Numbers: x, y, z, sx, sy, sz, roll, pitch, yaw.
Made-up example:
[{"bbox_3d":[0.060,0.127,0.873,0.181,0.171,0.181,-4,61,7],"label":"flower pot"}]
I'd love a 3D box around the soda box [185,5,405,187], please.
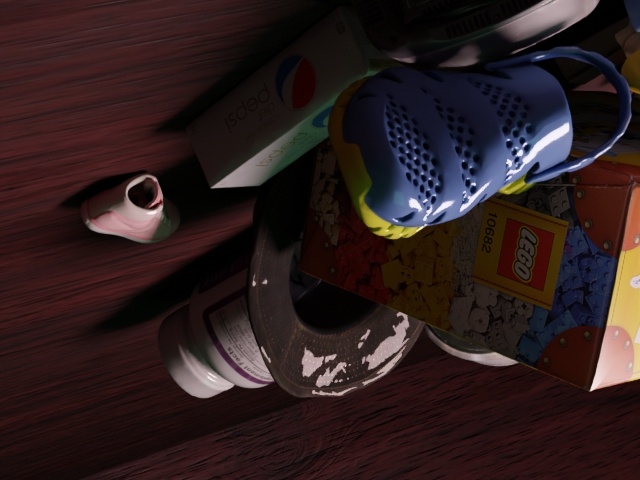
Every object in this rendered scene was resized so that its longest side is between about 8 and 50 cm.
[{"bbox_3d":[-0.021,-0.126,1.277,0.216,0.069,0.074,-34,163,36],"label":"soda box"}]

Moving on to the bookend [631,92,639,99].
[{"bbox_3d":[0.461,-0.173,1.694,0.072,0.156,0.157,-61,174,-13],"label":"bookend"}]

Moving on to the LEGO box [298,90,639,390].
[{"bbox_3d":[0.289,-0.028,1.458,0.500,0.193,0.372,-6,-160,-44],"label":"LEGO box"}]

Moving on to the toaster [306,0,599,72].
[{"bbox_3d":[0.114,-0.203,1.077,0.227,0.129,0.146,-24,169,13],"label":"toaster"}]

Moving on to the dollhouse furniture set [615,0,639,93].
[{"bbox_3d":[0.434,-0.112,1.129,0.303,0.198,0.286,-29,124,22],"label":"dollhouse furniture set"}]

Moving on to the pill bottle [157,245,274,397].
[{"bbox_3d":[-0.062,0.089,1.827,0.301,0.169,0.169,-30,165,29],"label":"pill bottle"}]

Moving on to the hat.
[{"bbox_3d":[0.000,0.000,1.544,0.134,0.331,0.331,21,-159,41],"label":"hat"}]

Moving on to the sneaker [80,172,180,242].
[{"bbox_3d":[-0.171,-0.033,1.424,0.070,0.051,0.134,-25,163,31],"label":"sneaker"}]

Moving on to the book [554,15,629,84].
[{"bbox_3d":[0.345,-0.225,1.592,0.144,0.035,0.096,-31,169,23],"label":"book"}]

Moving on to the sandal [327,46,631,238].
[{"bbox_3d":[0.126,-0.087,1.050,0.138,0.126,0.317,-18,-177,38],"label":"sandal"}]

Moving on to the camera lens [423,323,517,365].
[{"bbox_3d":[0.277,0.090,2.290,0.219,0.219,0.274,-26,167,11],"label":"camera lens"}]
